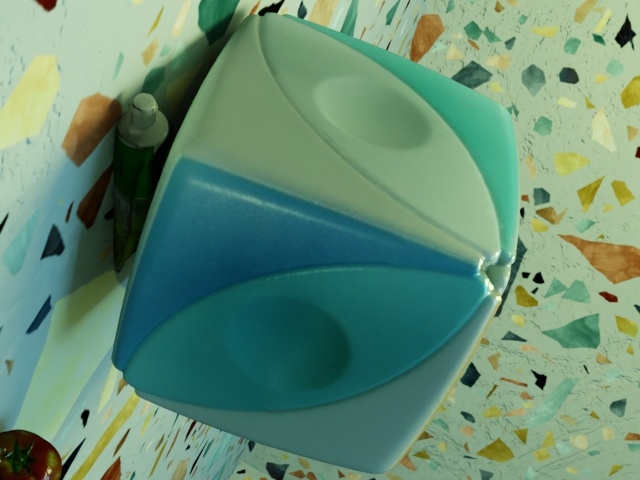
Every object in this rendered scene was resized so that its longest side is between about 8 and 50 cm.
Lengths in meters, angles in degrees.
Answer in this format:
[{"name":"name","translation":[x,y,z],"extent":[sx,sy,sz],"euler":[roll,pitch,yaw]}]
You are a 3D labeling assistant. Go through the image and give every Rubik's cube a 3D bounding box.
[{"name":"Rubik's cube","translation":[0.000,0.000,1.054],"extent":[0.352,0.351,0.347],"euler":[-69,-179,-53]}]

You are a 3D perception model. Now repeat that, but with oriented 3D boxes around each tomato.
[{"name":"tomato","translation":[-0.309,0.237,0.973],"extent":[0.087,0.087,0.075],"euler":[-56,173,-39]}]

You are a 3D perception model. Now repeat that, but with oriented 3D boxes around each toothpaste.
[{"name":"toothpaste","translation":[-0.182,-0.058,0.965],"extent":[0.078,0.046,0.248],"euler":[-58,173,-36]}]

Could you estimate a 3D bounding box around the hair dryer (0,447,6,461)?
[{"name":"hair dryer","translation":[-0.321,0.270,0.713],"extent":[0.357,0.107,0.173],"euler":[-53,178,27]}]
